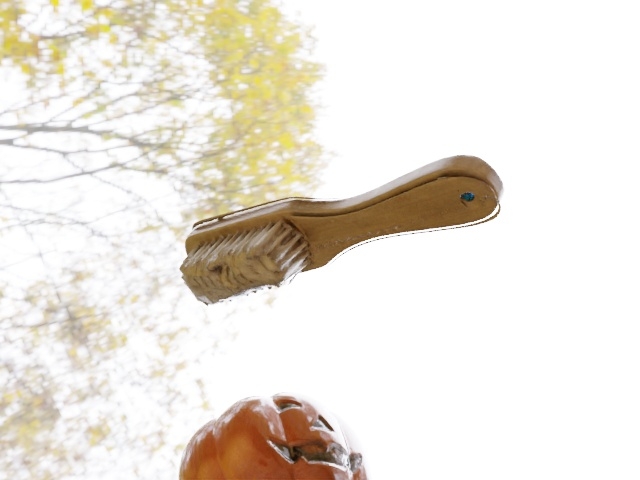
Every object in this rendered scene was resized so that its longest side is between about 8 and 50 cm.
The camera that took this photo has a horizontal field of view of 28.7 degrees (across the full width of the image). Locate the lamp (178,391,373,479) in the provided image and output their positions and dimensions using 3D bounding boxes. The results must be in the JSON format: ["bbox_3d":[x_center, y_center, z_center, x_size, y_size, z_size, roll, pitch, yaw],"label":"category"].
[{"bbox_3d":[-0.044,0.229,1.176,0.188,0.164,0.187,-8,-50,-10],"label":"lamp"}]

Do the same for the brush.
[{"bbox_3d":[0.000,0.000,0.985,0.327,0.065,0.070,-15,-61,41],"label":"brush"}]
